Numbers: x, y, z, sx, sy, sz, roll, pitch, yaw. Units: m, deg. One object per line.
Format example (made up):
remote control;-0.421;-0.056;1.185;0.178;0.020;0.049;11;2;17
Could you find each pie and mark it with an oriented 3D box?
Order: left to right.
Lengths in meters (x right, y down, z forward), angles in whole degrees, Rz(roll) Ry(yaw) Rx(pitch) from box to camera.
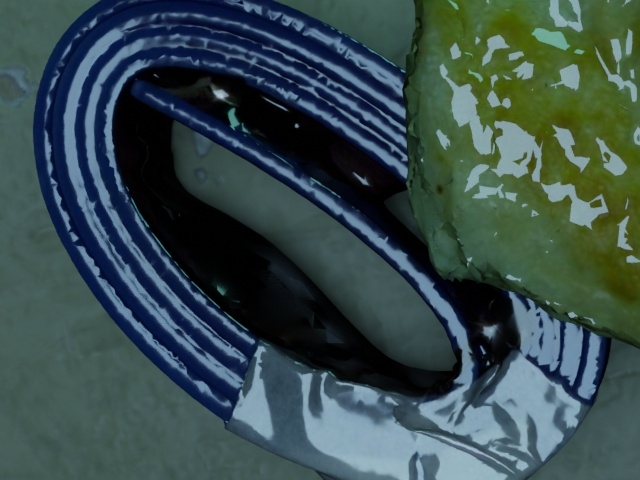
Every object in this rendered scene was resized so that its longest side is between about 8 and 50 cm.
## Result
pie;0.259;-0.104;0.802;0.395;0.180;0.418;31;85;7

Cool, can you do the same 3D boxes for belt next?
belt;0.000;0.000;0.916;0.347;0.117;0.212;38;95;10
